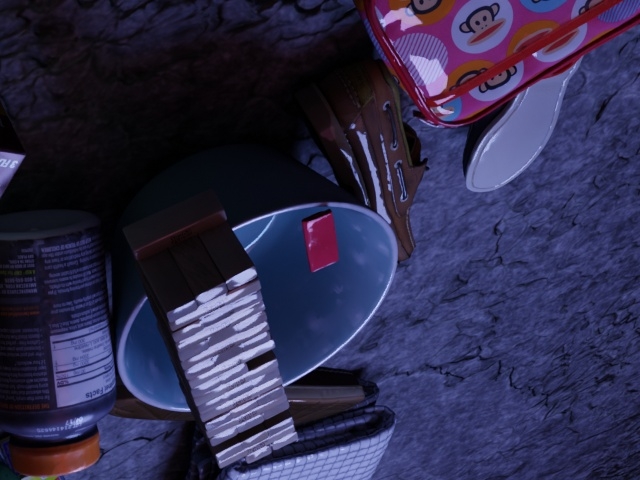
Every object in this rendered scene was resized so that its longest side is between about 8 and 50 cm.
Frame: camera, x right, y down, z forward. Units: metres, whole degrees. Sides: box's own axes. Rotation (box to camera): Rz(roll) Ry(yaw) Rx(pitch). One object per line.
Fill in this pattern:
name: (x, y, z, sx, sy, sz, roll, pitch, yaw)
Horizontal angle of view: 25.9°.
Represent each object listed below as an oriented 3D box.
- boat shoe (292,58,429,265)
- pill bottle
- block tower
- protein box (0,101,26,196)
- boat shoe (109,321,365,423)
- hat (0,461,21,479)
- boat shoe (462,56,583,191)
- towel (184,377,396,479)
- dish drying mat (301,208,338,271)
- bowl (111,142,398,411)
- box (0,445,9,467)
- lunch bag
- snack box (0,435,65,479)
boat shoe: (0.070, -0.075, 1.507, 0.104, 0.110, 0.307, -30, 146, -1)
pill bottle: (-0.266, 0.100, 1.345, 0.130, 0.130, 0.245, -10, 104, -30)
block tower: (-0.097, 0.099, 1.320, 0.091, 0.097, 0.335, -26, 144, -10)
protein box: (-0.361, -0.071, 1.088, 0.136, 0.201, 0.200, 7, 130, -44)
boat shoe: (-0.099, 0.147, 1.642, 0.342, 0.123, 0.123, 6, 156, -30)
hat: (-0.373, 0.241, 1.464, 0.209, 0.173, 0.183, -8, 109, 21)
boat shoe: (0.212, -0.165, 1.535, 0.095, 0.079, 0.254, -9, 137, -27)
towel: (-0.059, 0.307, 1.886, 0.284, 0.121, 0.235, -10, 142, -32)
dish drying mat: (0.000, 0.000, 1.349, 0.032, 0.008, 0.083, -25, 146, -11)
bowl: (-0.092, 0.018, 1.450, 0.312, 0.163, 0.311, -20, 144, -16)
box: (-0.452, 0.243, 1.523, 0.180, 0.077, 0.147, -26, 147, -9)
lunch bag: (0.184, -0.247, 1.339, 0.293, 0.120, 0.258, -31, 135, 4)
snack box: (-0.406, 0.326, 1.673, 0.207, 0.070, 0.174, -23, 146, -10)
